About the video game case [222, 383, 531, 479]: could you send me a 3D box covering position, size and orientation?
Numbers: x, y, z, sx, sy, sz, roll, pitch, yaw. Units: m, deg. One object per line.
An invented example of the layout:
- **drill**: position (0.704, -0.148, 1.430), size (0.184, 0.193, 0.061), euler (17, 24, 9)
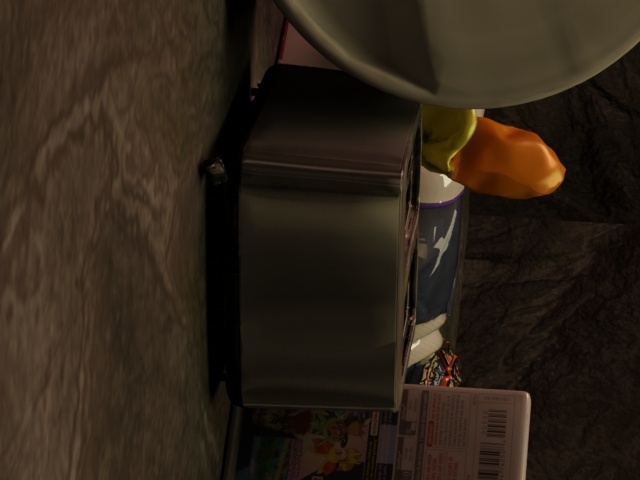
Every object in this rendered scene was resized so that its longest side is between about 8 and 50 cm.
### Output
- **video game case**: position (0.028, 0.179, 1.193), size (0.023, 0.183, 0.201), euler (78, 17, -61)

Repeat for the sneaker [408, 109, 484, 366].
- **sneaker**: position (0.055, -0.014, 1.662), size (0.323, 0.130, 0.236), euler (-83, -177, -66)

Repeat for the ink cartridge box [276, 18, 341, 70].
- **ink cartridge box**: position (0.002, -0.076, 1.376), size (0.135, 0.056, 0.099), euler (85, 10, -47)

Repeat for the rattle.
- **rattle**: position (0.094, -0.104, 1.339), size (0.130, 0.143, 0.199), euler (-56, 159, -43)

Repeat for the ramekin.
- **ramekin**: position (0.082, -0.215, 1.175), size (0.127, 0.273, 0.273), euler (-125, -143, -80)

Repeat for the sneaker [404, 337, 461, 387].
- **sneaker**: position (0.069, 0.199, 1.989), size (0.083, 0.087, 0.221), euler (44, 61, -39)

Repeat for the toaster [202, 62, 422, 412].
- **toaster**: position (0.000, 0.000, 1.179), size (0.185, 0.110, 0.168), euler (-72, 163, -64)
